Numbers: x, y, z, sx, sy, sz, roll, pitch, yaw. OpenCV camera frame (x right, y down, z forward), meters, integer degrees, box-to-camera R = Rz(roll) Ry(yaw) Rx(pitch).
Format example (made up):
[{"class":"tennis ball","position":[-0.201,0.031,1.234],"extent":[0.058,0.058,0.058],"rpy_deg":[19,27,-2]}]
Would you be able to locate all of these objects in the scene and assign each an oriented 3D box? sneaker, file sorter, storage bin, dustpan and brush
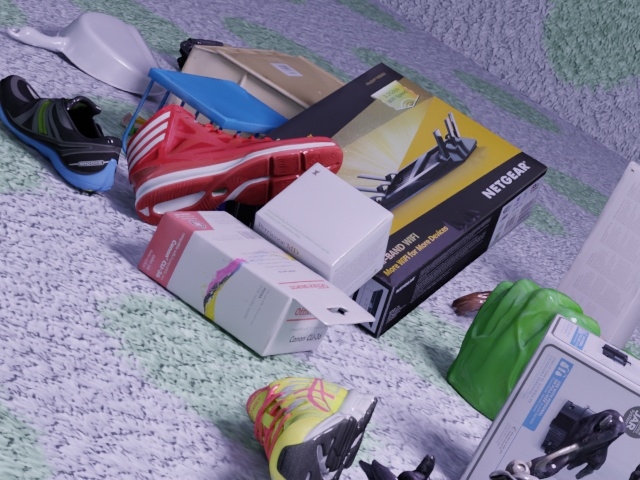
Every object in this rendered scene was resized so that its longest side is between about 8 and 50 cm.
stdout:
[{"class":"sneaker","position":[-0.021,0.152,1.448],"extent":[0.094,0.081,0.208],"rpy_deg":[24,7,8]},{"class":"file sorter","position":[-0.126,-0.117,2.089],"extent":[0.118,0.104,0.170],"rpy_deg":[36,16,25]},{"class":"storage bin","position":[-0.028,-0.137,2.314],"extent":[0.260,0.123,0.262],"rpy_deg":[33,16,17]},{"class":"sneaker","position":[-0.096,-0.101,1.896],"extent":[0.221,0.087,0.128],"rpy_deg":[-11,55,-15]},{"class":"dustpan and brush","position":[-0.302,-0.247,2.324],"extent":[0.211,0.060,0.147],"rpy_deg":[24,27,-45]},{"class":"sneaker","position":[-0.264,-0.121,1.894],"extent":[0.188,0.078,0.067],"rpy_deg":[38,17,35]}]

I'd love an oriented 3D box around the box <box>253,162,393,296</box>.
[{"class":"box","position":[0.000,0.000,1.820],"extent":[0.101,0.087,0.102],"rpy_deg":[35,53,20]}]

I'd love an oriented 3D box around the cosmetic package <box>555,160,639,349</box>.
[{"class":"cosmetic package","position":[0.367,0.031,2.242],"extent":[0.099,0.239,0.060],"rpy_deg":[37,17,28]}]

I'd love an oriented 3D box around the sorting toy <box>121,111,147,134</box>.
[{"class":"sorting toy","position":[-0.206,-0.130,2.170],"extent":[0.062,0.012,0.083],"rpy_deg":[29,14,-2]}]

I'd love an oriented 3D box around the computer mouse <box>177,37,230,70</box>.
[{"class":"computer mouse","position":[-0.086,-0.220,2.622],"extent":[0.262,0.060,0.184],"rpy_deg":[-2,37,-43]}]

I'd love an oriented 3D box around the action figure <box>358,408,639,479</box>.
[{"class":"action figure","position":[0.125,0.222,1.357],"extent":[0.275,0.141,0.164],"rpy_deg":[-16,49,-33]}]

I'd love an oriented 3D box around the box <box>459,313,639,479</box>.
[{"class":"box","position":[0.290,0.212,1.625],"extent":[0.290,0.169,0.087],"rpy_deg":[31,14,6]}]

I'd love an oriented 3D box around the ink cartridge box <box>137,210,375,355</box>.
[{"class":"ink cartridge box","position":[-0.058,0.049,1.727],"extent":[0.198,0.067,0.115],"rpy_deg":[33,15,23]}]

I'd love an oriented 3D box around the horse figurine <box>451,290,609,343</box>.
[{"class":"horse figurine","position":[0.281,0.122,2.124],"extent":[0.263,0.066,0.174],"rpy_deg":[38,23,24]}]

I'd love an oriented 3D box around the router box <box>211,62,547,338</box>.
[{"class":"router box","position":[0.065,-0.053,2.017],"extent":[0.243,0.081,0.309],"rpy_deg":[34,44,20]}]

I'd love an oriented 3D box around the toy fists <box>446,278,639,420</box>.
[{"class":"toy fists","position":[0.250,0.145,1.827],"extent":[0.096,0.142,0.279],"rpy_deg":[15,20,-43]}]
